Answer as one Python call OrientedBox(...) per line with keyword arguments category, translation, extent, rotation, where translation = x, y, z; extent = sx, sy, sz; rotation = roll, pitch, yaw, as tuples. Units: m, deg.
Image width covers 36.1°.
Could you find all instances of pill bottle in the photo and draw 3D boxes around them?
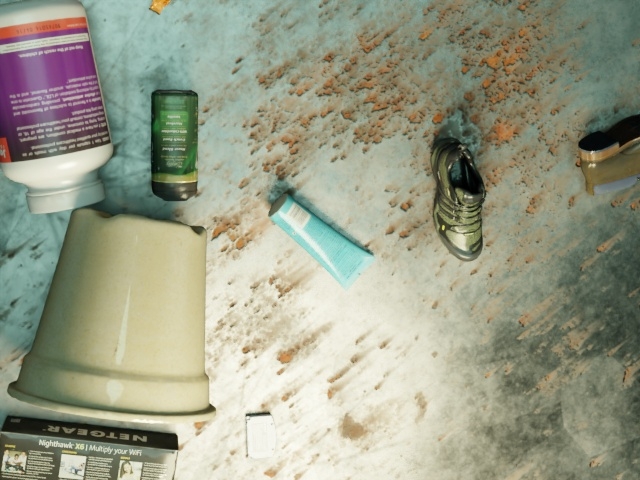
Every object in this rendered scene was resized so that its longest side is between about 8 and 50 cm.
OrientedBox(category="pill bottle", translation=(-0.435, -0.213, 1.559), extent=(0.181, 0.181, 0.323), rotation=(-11, 102, -7))

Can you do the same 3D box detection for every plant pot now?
OrientedBox(category="plant pot", translation=(-0.312, 0.112, 1.593), extent=(0.334, 0.334, 0.305), rotation=(9, 88, -11))

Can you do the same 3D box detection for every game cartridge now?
OrientedBox(category="game cartridge", translation=(-0.108, 0.359, 1.805), extent=(0.056, 0.017, 0.083), rotation=(-2, 101, -5))

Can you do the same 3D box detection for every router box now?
OrientedBox(category="router box", translation=(-0.420, 0.453, 1.738), extent=(0.309, 0.081, 0.243), rotation=(9, 99, -11))

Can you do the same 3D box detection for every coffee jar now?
OrientedBox(category="coffee jar", translation=(-0.244, -0.159, 1.644), extent=(0.079, 0.096, 0.184), rotation=(-1, 100, -10))

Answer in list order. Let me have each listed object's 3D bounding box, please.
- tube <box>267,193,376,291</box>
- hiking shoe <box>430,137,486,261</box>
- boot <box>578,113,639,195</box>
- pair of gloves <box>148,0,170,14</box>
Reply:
OrientedBox(category="tube", translation=(0.000, 0.000, 1.741), extent=(0.207, 0.052, 0.080), rotation=(40, 97, -19))
OrientedBox(category="hiking shoe", translation=(0.246, -0.065, 1.731), extent=(0.086, 0.114, 0.227), rotation=(-15, 102, -6))
OrientedBox(category="boot", translation=(0.570, -0.161, 1.800), extent=(0.219, 0.082, 0.106), rotation=(-18, 125, -10))
OrientedBox(category="pair of gloves", translation=(-0.281, -0.426, 1.632), extent=(0.083, 0.010, 0.074), rotation=(33, 94, -13))
